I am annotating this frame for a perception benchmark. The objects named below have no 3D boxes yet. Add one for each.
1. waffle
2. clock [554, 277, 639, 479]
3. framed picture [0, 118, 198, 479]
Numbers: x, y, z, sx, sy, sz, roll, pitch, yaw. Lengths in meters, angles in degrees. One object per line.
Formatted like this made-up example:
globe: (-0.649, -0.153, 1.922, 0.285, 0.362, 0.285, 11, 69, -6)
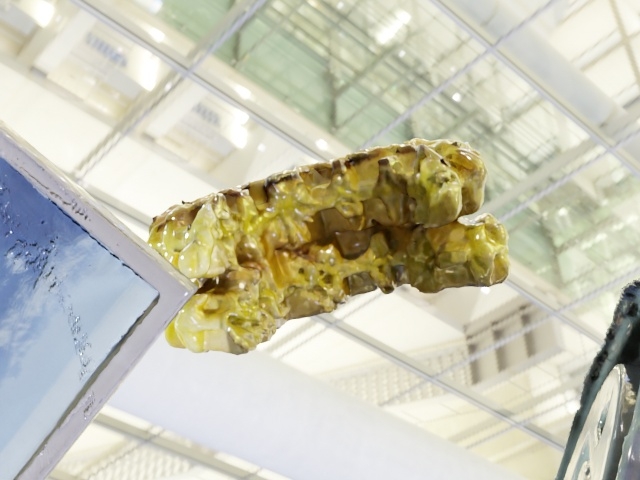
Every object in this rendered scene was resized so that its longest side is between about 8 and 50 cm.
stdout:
waffle: (0.000, 0.000, 0.854, 0.261, 0.324, 0.151, -151, -131, -78)
clock: (0.156, 0.182, 0.505, 0.067, 0.325, 0.325, 18, -106, 13)
framed picture: (-0.283, 0.082, 0.684, 0.335, 0.247, 0.022, -50, 176, 11)
